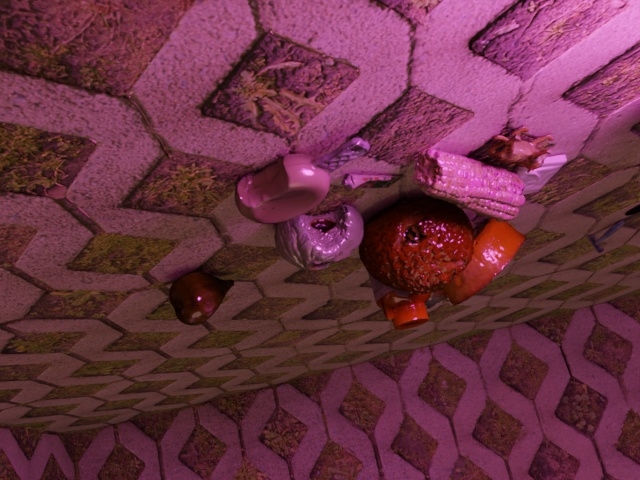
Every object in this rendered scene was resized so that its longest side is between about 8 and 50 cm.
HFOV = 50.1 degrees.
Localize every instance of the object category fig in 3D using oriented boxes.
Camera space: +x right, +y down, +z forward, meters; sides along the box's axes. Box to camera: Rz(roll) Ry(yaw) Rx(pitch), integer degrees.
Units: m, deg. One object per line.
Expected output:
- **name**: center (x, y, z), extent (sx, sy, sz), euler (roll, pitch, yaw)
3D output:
- **fig**: center (-0.306, 0.154, 1.782), extent (0.184, 0.133, 0.127), euler (12, 112, -58)

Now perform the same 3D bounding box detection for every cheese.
- **cheese**: center (-0.032, -0.122, 1.311), extent (0.286, 0.082, 0.163), euler (-30, 155, 31)

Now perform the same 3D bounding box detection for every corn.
- **corn**: center (0.331, -0.122, 1.492), extent (0.126, 0.127, 0.335), euler (-29, 153, 36)

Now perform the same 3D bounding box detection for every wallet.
- **wallet**: center (0.510, -0.150, 1.660), extent (0.124, 0.032, 0.183), euler (-12, 159, -12)

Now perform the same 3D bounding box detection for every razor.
- **razor**: center (0.959, -0.024, 2.279), extent (0.040, 0.068, 0.135), euler (-3, 146, -34)

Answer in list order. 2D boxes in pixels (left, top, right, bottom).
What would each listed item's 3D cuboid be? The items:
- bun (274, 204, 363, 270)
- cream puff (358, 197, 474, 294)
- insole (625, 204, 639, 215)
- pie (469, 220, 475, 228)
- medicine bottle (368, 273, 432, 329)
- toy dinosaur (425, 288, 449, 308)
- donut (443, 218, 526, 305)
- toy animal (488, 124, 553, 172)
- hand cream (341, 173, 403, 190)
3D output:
- **bun**: center (0.000, 0.000, 1.588), extent (0.212, 0.127, 0.204), euler (-19, 161, 11)
- **cream puff**: center (0.246, 0.027, 1.696), extent (0.302, 0.212, 0.303), euler (-14, 161, -5)
- **insole**: center (1.050, -0.128, 2.115), extent (0.080, 0.003, 0.232), euler (6, 152, -44)
- **pie**: center (0.392, -0.035, 1.909), extent (0.085, 0.017, 0.085), euler (-11, 160, -4)
- **medicine bottle**: center (0.232, 0.134, 1.952), extent (0.149, 0.222, 0.112), euler (-5, 158, -23)
- **toy dinosaur**: center (0.344, 0.195, 2.386), extent (0.205, 0.092, 0.393), euler (-21, 158, 17)
- **donut**: center (0.430, 0.047, 1.883), extent (0.277, 0.108, 0.277), euler (-44, 179, -1)
- **toy animal**: center (0.426, -0.191, 1.456), extent (0.241, 0.057, 0.099), euler (3, 154, -40)
- **hand cream**: center (0.108, -0.125, 1.469), extent (0.165, 0.037, 0.057), euler (-4, 159, -42)
